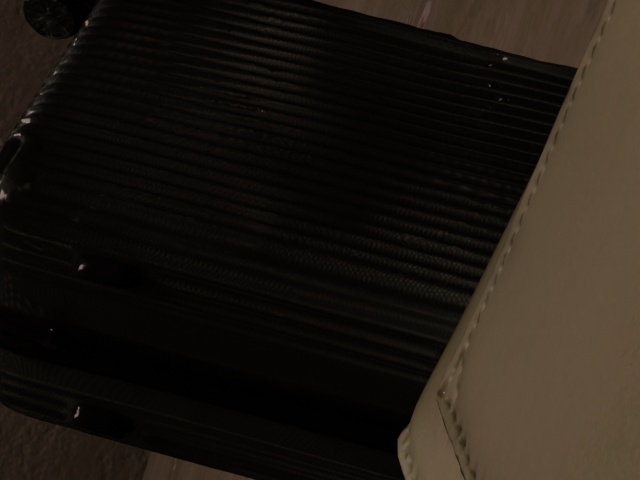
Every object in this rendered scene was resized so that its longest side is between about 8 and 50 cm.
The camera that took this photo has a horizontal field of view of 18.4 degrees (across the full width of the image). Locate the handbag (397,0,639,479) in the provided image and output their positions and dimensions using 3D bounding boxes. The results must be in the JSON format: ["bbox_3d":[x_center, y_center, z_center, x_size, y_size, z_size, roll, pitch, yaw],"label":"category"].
[{"bbox_3d":[0.156,-0.044,0.379,0.359,0.160,0.237,-66,26,21],"label":"handbag"}]

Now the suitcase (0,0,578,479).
[{"bbox_3d":[0.000,0.000,0.820,0.202,0.312,0.128,-67,-12,-48],"label":"suitcase"}]
